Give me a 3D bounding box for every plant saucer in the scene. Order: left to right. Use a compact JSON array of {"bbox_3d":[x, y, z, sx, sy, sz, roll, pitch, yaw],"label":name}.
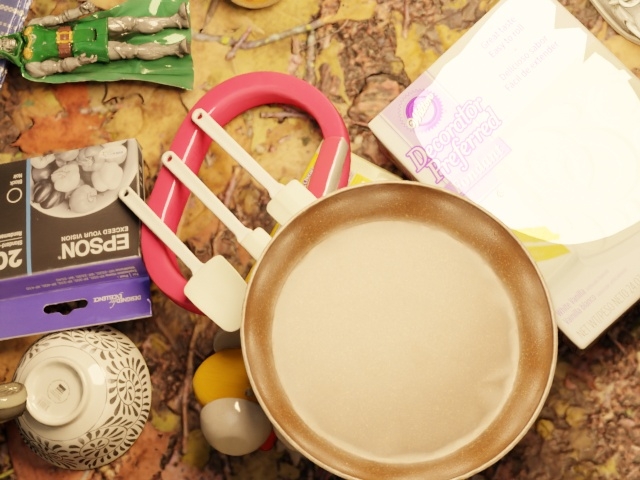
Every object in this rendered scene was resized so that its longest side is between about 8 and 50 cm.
[{"bbox_3d":[0.076,0.093,1.255,0.310,0.050,0.311,1,70,-4],"label":"plant saucer"}]

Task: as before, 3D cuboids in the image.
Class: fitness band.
[{"bbox_3d":[-0.081,-0.052,1.400,0.209,0.054,0.291,13,72,25],"label":"fitness band"}]

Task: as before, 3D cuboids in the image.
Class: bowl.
[{"bbox_3d":[-0.281,0.169,1.415,0.170,0.080,0.170,-2,79,11],"label":"bowl"}]

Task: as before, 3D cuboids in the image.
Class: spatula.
[{"bbox_3d":[-0.110,-0.029,1.360,0.168,0.019,0.242,-46,60,-1],"label":"spatula"}]

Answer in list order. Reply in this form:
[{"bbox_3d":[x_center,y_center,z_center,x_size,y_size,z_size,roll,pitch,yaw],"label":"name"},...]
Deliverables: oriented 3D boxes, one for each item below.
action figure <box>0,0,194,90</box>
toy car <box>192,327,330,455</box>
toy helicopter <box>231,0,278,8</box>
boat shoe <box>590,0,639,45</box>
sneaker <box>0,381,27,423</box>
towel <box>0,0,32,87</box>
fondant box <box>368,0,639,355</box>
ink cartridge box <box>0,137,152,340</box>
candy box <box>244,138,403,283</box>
[{"bbox_3d":[-0.267,-0.231,1.479,0.232,0.063,0.137,-6,68,2],"label":"action figure"},{"bbox_3d":[-0.038,0.168,1.345,0.182,0.136,0.159,-4,45,13],"label":"toy car"},{"bbox_3d":[0.026,-0.374,1.388,0.355,0.235,0.140,-30,46,22],"label":"toy helicopter"},{"bbox_3d":[0.397,-0.235,1.342,0.118,0.103,0.320,-42,76,2],"label":"boat shoe"},{"bbox_3d":[-0.381,0.224,1.397,0.222,0.083,0.118,-15,85,46],"label":"sneaker"},{"bbox_3d":[-0.467,-0.277,1.551,0.243,0.040,0.336,16,82,14],"label":"towel"},{"bbox_3d":[0.248,-0.078,1.349,0.238,0.096,0.330,-43,75,2],"label":"fondant box"},{"bbox_3d":[-0.297,0.000,1.445,0.206,0.045,0.208,-10,68,8],"label":"ink cartridge box"},{"bbox_3d":[0.000,0.000,1.417,0.105,0.027,0.206,28,87,17],"label":"candy box"}]
